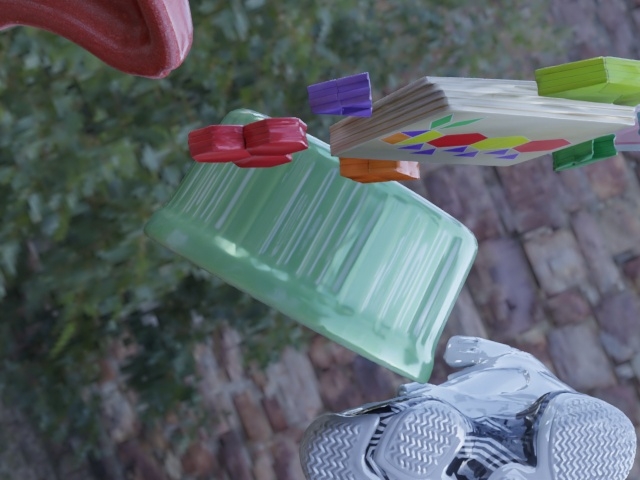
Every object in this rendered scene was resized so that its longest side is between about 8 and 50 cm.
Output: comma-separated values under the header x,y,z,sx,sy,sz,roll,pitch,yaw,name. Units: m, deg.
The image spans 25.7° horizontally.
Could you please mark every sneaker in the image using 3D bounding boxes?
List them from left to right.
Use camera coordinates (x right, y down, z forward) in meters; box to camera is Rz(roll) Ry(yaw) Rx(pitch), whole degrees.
x,y,z,sx,sy,sz,roll,pitch,yaw,name
0.133,0.200,1.502,0.210,0.366,0.137,-138,-130,-65,sneaker
0.304,-0.131,1.523,0.070,0.134,0.051,67,32,-33,sneaker

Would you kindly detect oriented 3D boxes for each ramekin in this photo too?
x,y,z,sx,sy,sz,roll,pitch,yaw,name
0.000,0.000,1.327,0.303,0.148,0.303,29,-2,1,ramekin

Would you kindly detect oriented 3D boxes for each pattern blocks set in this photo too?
x,y,z,sx,sy,sz,roll,pitch,yaw,name
0.106,-0.081,0.963,0.325,0.285,0.026,3,78,-42,pattern blocks set

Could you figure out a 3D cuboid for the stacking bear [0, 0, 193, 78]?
x,y,z,sx,sy,sz,roll,pitch,yaw,name
-0.085,-0.251,0.736,0.289,0.175,0.164,-57,152,-29,stacking bear
